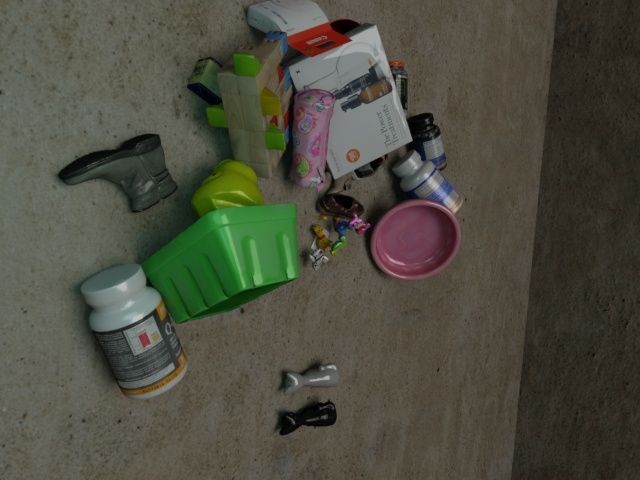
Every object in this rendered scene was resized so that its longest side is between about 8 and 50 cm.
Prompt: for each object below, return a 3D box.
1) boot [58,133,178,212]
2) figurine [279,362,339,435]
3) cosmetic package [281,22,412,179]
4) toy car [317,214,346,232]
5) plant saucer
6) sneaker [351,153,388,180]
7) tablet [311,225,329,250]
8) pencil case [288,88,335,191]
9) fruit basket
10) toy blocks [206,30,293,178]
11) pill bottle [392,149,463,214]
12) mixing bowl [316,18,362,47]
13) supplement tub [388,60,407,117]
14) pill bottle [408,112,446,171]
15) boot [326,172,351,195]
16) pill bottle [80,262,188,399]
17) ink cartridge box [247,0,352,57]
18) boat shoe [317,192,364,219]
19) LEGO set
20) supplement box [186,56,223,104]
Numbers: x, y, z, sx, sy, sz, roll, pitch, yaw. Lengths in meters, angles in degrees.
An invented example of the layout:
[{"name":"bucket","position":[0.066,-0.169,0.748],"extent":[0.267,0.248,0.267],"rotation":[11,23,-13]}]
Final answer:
[{"name":"boot","position":[-0.436,-0.129,1.138],"extent":[0.246,0.083,0.161],"rotation":[-34,124,-38]},{"name":"figurine","position":[-0.043,0.509,1.643],"extent":[0.210,0.092,0.214],"rotation":[2,93,-43]},{"name":"cosmetic package","position":[0.089,-0.416,1.545],"extent":[0.285,0.097,0.377],"rotation":[-26,120,-1]},{"name":"toy car","position":[0.044,-0.054,1.685],"extent":[0.122,0.041,0.060],"rotation":[-4,99,-47]},{"name":"plant saucer","position":[0.343,-0.010,1.869],"extent":[0.084,0.332,0.332],"rotation":[-99,168,-61]},{"name":"sneaker","position":[0.202,-0.310,1.771],"extent":[0.271,0.108,0.100],"rotation":[-56,129,-28]},{"name":"tablet","position":[0.000,0.000,1.671],"extent":[0.054,0.006,0.083],"rotation":[38,68,-43]},{"name":"pencil case","position":[-0.025,-0.286,1.458],"extent":[0.124,0.124,0.284],"rotation":[-29,138,-41]},{"name":"fruit basket","position":[-0.236,-0.029,1.192],"extent":[0.283,0.392,0.391],"rotation":[-9,102,-47]},{"name":"toy blocks","position":[-0.150,-0.357,1.318],"extent":[0.381,0.191,0.260],"rotation":[87,16,-45]},{"name":"pill bottle","position":[0.398,-0.205,1.918],"extent":[0.272,0.152,0.152],"rotation":[46,60,-11]},{"name":"mixing bowl","position":[0.056,-0.588,1.558],"extent":[0.182,0.098,0.181],"rotation":[-8,119,-14]},{"name":"supplement tub","position":[0.248,-0.523,1.782],"extent":[0.117,0.117,0.190],"rotation":[-10,103,-46]},{"name":"pill bottle","position":[0.412,-0.376,1.973],"extent":[0.123,0.123,0.219],"rotation":[-40,122,-36]},{"name":"boot","position":[0.058,-0.203,1.685],"extent":[0.118,0.042,0.086],"rotation":[-23,104,-40]},{"name":"pill bottle","position":[-0.417,0.202,1.141],"extent":[0.162,0.162,0.278],"rotation":[-33,119,-39]},{"name":"ink cartridge box","position":[-0.051,-0.591,1.380],"extent":[0.189,0.232,0.066],"rotation":[-38,149,-37]},{"name":"boat shoe","position":[0.085,-0.115,1.684],"extent":[0.207,0.073,0.073],"rotation":[0,61,-49]},{"name":"LEGO set","position":[0.033,-0.020,1.625],"extent":[0.227,0.087,0.093],"rotation":[-40,116,-7]},{"name":"supplement box","position":[-0.276,-0.402,1.283],"extent":[0.083,0.056,0.083],"rotation":[32,72,-45]}]
